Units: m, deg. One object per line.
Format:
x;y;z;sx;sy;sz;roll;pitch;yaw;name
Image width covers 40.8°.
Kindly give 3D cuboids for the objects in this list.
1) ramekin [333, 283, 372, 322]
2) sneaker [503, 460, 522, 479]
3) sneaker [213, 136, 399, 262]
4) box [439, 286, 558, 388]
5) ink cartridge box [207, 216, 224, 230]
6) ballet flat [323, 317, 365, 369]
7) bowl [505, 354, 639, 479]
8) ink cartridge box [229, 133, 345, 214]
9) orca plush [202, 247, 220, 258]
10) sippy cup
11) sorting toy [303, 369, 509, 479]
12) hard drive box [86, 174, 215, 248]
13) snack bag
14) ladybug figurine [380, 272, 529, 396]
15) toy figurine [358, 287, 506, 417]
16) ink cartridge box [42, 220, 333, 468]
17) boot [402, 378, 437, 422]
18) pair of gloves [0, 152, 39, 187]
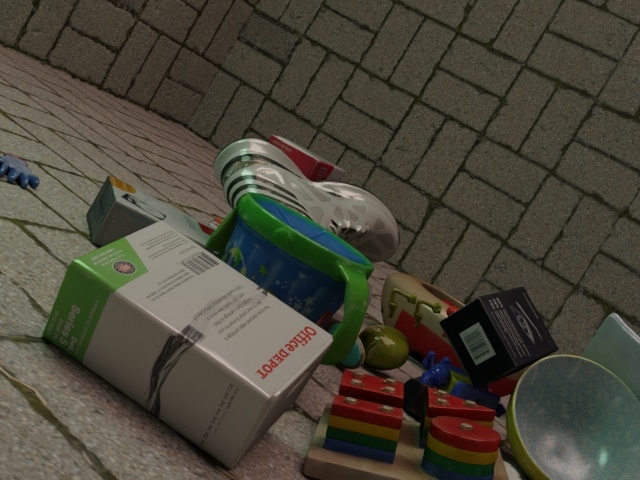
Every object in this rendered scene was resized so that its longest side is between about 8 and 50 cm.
0.013;0.104;1.823;0.207;0.109;0.207;31;-6;4;ramekin
0.231;0.376;1.133;0.129;0.111;0.297;17;4;-17;sneaker
-0.001;0.001;1.627;0.447;0.169;0.257;25;31;-35;sneaker
0.358;0.190;1.714;0.207;0.108;0.153;-4;62;-52;box
-0.191;0.010;2.074;0.179;0.045;0.145;28;7;-3;ink cartridge box
0.020;0.183;1.662;0.206;0.073;0.067;40;-4;35;ballet flat
0.476;0.385;1.674;0.289;0.289;0.156;32;-35;7;bowl
-0.093;-0.058;1.871;0.131;0.306;0.226;32;7;13;ink cartridge box
-0.173;0.095;1.266;0.287;0.151;0.102;9;-44;26;orca plush
-0.070;0.077;1.349;0.240;0.224;0.305;29;7;-11;sippy cup
0.124;0.254;1.141;0.255;0.089;0.257;12;5;5;sorting toy
-0.295;-0.009;1.559;0.232;0.089;0.181;29;8;-25;hard drive box
0.611;0.358;1.725;0.037;0.343;0.323;-1;36;-37;snack bag
0.330;0.247;2.137;0.449;0.162;0.305;34;8;22;ladybug figurine
0.272;0.264;1.719;0.362;0.191;0.217;26;13;-30;toy figurine
-0.149;0.112;1.017;0.272;0.115;0.198;33;24;11;ink cartridge box
0.230;0.318;1.537;0.106;0.082;0.219;26;6;-22;boot
-0.600;-0.154;1.546;0.198;0.023;0.159;29;5;-27;pair of gloves
